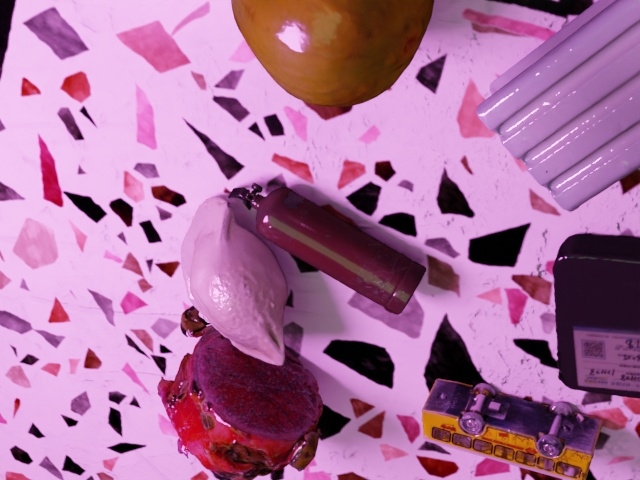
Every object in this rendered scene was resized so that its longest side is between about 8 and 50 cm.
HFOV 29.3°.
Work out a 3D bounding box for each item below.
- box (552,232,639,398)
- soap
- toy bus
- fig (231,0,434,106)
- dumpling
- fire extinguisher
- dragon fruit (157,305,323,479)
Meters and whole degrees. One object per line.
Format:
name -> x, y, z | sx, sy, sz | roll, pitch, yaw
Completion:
box -> 0.449, 0.101, 1.422 | 0.350, 0.058, 0.211 | 5, 126, 21
soap -> 0.314, -0.165, 1.274 | 0.160, 0.087, 0.265 | 44, 129, -10
toy bus -> 0.247, 0.246, 1.597 | 0.226, 0.081, 0.074 | 12, 126, 16
fig -> 0.006, -0.246, 1.289 | 0.230, 0.207, 0.207 | 17, 132, 43
dumpling -> -0.118, 0.067, 1.614 | 0.216, 0.126, 0.166 | 46, 145, -15
fire extinguisher -> 0.000, 0.000, 1.548 | 0.267, 0.072, 0.089 | 30, 171, 2
dragon fruit -> -0.115, 0.228, 1.682 | 0.282, 0.211, 0.147 | 45, 127, 24
